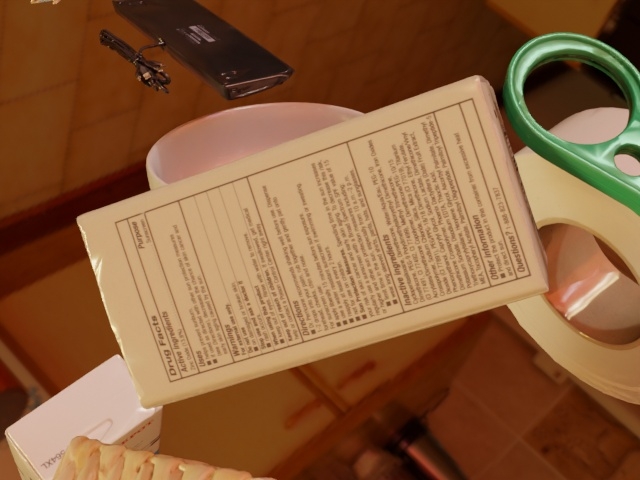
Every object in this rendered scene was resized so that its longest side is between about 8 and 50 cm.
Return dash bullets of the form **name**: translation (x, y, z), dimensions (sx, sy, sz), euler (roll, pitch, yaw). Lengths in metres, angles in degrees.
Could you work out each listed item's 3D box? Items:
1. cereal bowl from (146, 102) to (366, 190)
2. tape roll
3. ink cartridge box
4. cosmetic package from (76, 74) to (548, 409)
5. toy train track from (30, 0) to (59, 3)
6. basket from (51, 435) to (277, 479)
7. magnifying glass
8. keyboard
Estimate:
- **cereal bowl**: translation (-0.062, -0.067, 1.337), dimensions (0.339, 0.339, 0.141), euler (-31, 130, -39)
- **tape roll**: translation (0.286, 0.018, 0.943), dimensions (0.100, 0.286, 0.286), euler (-35, 157, -24)
- **ink cartridge box**: translation (-0.264, 0.234, 1.106), dimensions (0.148, 0.086, 0.203), euler (-35, 162, -26)
- **cosmetic package**: translation (0.000, 0.000, 0.701), dimensions (0.296, 0.153, 0.129), euler (-17, -176, 14)
- **toy train track**: translation (-0.486, -0.439, 1.748), dimensions (0.048, 0.083, 0.014), euler (-70, 150, -50)
- **basket**: translation (-0.085, 0.370, 0.787), dimensions (0.266, 0.328, 0.331), euler (52, 50, -49)
- **magnifying glass**: translation (0.200, -0.040, 0.614), dimensions (0.092, 0.231, 0.026), euler (-27, 158, -16)
- **keyboard**: translation (-0.197, -0.265, 1.332), dimensions (0.202, 0.317, 0.033), euler (-18, 130, -32)
